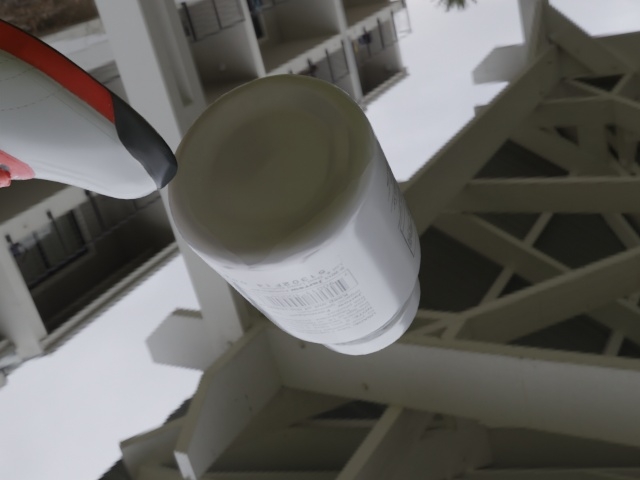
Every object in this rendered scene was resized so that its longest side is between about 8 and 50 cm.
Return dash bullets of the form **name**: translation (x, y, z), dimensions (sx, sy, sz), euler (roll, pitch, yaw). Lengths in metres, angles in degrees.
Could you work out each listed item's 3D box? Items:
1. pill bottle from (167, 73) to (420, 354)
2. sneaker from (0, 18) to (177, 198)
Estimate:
- **pill bottle**: translation (0.000, 0.000, 0.552), dimensions (0.131, 0.229, 0.131), euler (-7, -116, 15)
- **sneaker**: translation (-0.203, -0.047, 0.335), dimensions (0.090, 0.270, 0.145), euler (9, -110, 55)
